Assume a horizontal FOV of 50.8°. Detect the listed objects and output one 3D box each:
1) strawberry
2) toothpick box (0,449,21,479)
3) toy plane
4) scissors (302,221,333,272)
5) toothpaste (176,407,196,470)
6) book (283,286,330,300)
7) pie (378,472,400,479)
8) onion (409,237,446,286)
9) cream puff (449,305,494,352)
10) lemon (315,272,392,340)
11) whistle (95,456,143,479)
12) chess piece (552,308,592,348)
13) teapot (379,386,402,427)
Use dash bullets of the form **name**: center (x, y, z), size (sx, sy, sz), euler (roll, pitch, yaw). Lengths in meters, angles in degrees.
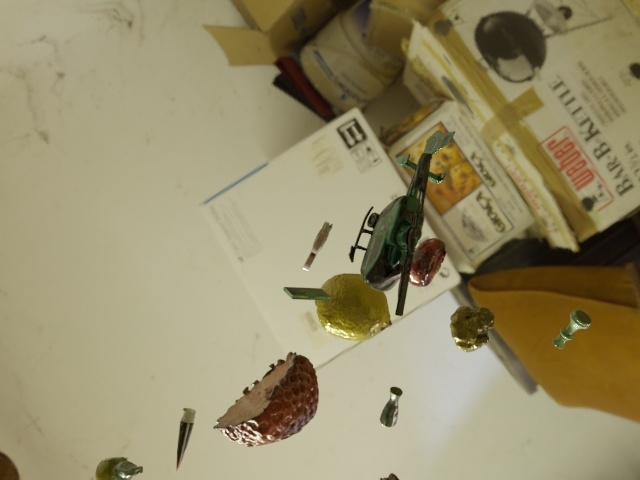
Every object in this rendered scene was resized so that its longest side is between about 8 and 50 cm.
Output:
- **strawberry**: center (-0.085, 0.373, 1.515), size (0.150, 0.253, 0.280), euler (50, 149, -6)
- **toothpick box**: center (-0.630, 0.489, 1.167), size (0.192, 0.192, 0.294), euler (54, 178, -15)
- **toy plane**: center (0.167, -0.044, 1.336), size (0.106, 0.382, 0.155), euler (25, 170, -21)
- **scissors**: center (0.000, 0.000, 1.826), size (0.030, 0.118, 0.242), euler (27, -157, 0)
- **toothpaste**: center (-0.446, 0.649, 2.195), size (0.045, 0.194, 0.071), euler (11, 179, -1)
- **book**: center (-0.043, 0.174, 2.200), size (0.103, 0.134, 0.017), euler (-145, 62, -66)
- **pie**: center (0.182, 0.642, 1.664), size (0.034, 0.092, 0.170), euler (25, -159, -26)
- **onion**: center (0.272, 0.047, 1.885), size (0.140, 0.150, 0.150), euler (31, 175, 20)
- **cream puff**: center (0.463, 0.261, 2.025), size (0.146, 0.116, 0.146), euler (38, -141, -40)
- **lemon**: center (0.132, 0.266, 2.680), size (0.268, 0.321, 0.269), euler (10, -90, -83)
- **whistle**: center (-0.653, 0.766, 2.201), size (0.122, 0.223, 0.123), euler (20, -118, -43)
- **chess piece**: center (0.495, 0.180, 1.340), size (0.042, 0.093, 0.042), euler (17, -142, -14)
- **teapot**: center (0.172, 0.397, 1.616), size (0.043, 0.042, 0.111), euler (-122, 33, -48)
